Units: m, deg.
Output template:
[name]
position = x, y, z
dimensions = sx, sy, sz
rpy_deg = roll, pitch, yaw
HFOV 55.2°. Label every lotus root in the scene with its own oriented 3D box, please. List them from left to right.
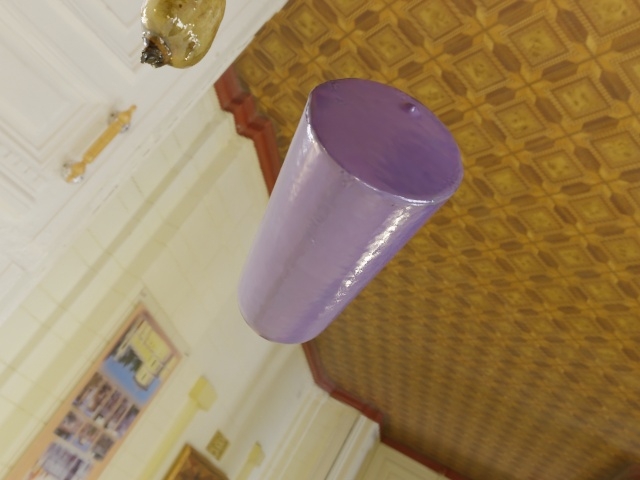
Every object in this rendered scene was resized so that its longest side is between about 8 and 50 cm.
[lotus root]
position = -0.226, -0.347, 0.974
dimensions = 0.125, 0.221, 0.118
rpy_deg = 36, 155, -26

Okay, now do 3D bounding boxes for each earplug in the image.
[earplug]
position = 0.000, 0.000, 0.901
dimensions = 0.215, 0.215, 0.456
rpy_deg = 33, 135, 0
